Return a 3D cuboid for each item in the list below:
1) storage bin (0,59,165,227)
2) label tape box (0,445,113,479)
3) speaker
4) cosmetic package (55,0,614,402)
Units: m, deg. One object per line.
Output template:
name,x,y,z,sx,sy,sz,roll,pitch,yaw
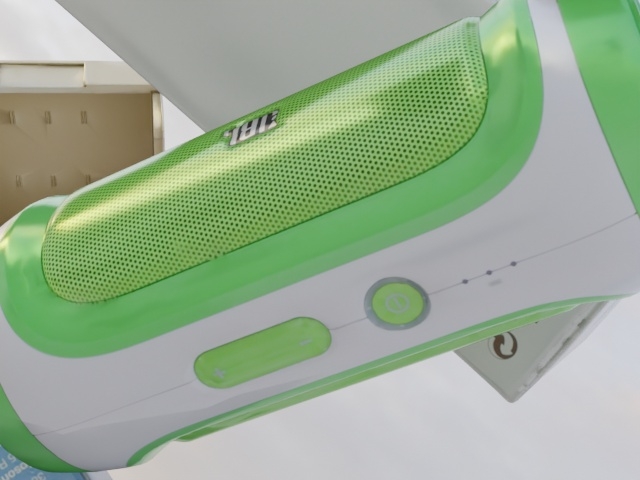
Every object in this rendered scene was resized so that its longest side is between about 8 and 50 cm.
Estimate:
storage bin,-0.306,-0.067,1.316,0.262,0.123,0.260,-1,-48,-8
label tape box,-0.159,0.260,0.567,0.334,0.240,0.106,56,-10,4
speaker,0.000,0.000,0.473,0.296,0.131,0.131,-22,-54,19
cosmetic package,0.034,-0.097,0.653,0.365,0.155,0.197,42,19,13
